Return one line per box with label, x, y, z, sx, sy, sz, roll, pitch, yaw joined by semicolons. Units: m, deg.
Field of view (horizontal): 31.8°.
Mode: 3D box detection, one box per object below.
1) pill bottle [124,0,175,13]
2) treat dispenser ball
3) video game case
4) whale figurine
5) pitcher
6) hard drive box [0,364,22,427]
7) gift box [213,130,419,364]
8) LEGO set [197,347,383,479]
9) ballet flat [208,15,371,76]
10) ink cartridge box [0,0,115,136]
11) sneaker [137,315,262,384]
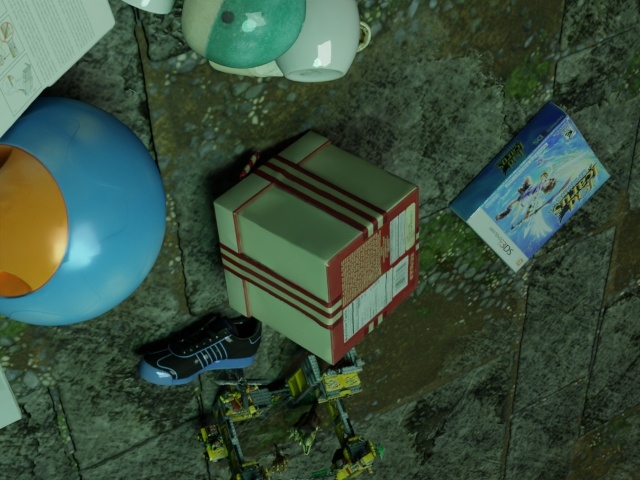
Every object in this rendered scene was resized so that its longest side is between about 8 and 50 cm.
pill bottle;-0.183;-0.394;1.360;0.124;0.124;0.222;7;120;-41
treat dispenser ball;-0.339;-0.037;1.420;0.288;0.288;0.288;-21;135;-23
video game case;0.402;-0.094;2.130;0.269;0.061;0.244;-46;140;5
whale figurine;-0.062;-0.336;1.377;0.141;0.216;0.272;28;105;-2
pitcher;0.006;-0.323;1.536;0.177;0.125;0.207;4;82;-49
hard drive box;-0.493;0.122;1.481;0.089;0.232;0.181;-25;136;-19
gift box;0.000;0.000;1.756;0.276;0.258;0.255;-37;142;-37
LEGO set;-0.034;0.322;1.996;0.331;0.255;0.192;-1;153;-24
ballet flat;-0.036;-0.278;1.608;0.248;0.086;0.086;-19;134;-25
ink cartridge box;-0.370;-0.293;1.261;0.261;0.066;0.296;-54;147;-32
sneaker;-0.198;0.174;1.882;0.232;0.081;0.090;-10;128;-41
